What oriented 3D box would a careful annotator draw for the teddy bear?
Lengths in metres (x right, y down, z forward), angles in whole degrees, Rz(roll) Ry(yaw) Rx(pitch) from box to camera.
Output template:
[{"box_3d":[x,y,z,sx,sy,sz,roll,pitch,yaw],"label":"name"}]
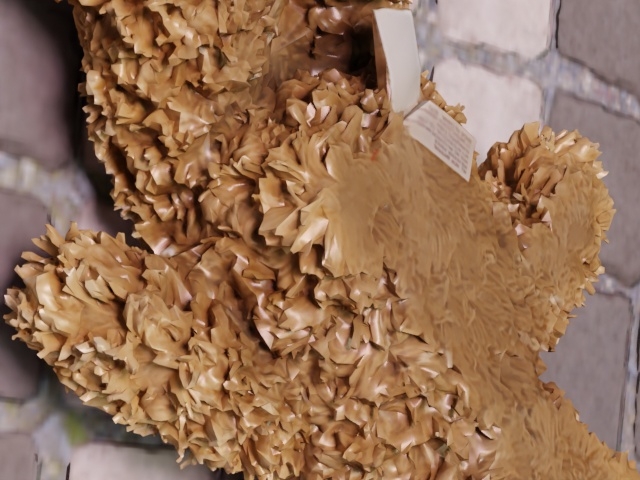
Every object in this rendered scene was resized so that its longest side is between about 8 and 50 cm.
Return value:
[{"box_3d":[0.000,0.000,0.656,0.338,0.113,0.245,57,46,-21],"label":"teddy bear"}]
